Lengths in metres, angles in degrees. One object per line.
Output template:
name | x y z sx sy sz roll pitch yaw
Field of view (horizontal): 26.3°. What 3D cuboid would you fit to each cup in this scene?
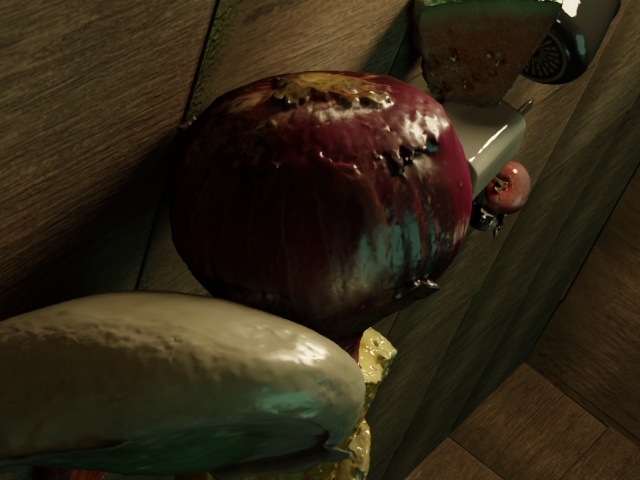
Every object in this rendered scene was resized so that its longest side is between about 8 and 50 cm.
cup | 0.353 -0.361 2.080 0.176 0.169 0.223 -49 132 -27

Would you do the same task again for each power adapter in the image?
power adapter | 0.256 -0.179 2.191 0.205 0.130 0.125 -44 160 -23

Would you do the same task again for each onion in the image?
onion | 0.000 0.000 1.510 0.347 0.347 0.385 -33 131 -47

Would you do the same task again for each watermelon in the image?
watermelon | 0.221 -0.287 1.889 0.257 0.192 0.140 93 6 -54

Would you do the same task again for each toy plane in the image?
toy plane | 0.327 -0.048 2.718 0.053 0.078 0.197 -61 175 17

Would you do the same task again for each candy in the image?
candy | -0.159 0.151 1.389 0.386 0.426 0.186 25 63 -54

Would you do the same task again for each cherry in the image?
cherry | 0.370 -0.107 2.685 0.126 0.087 0.106 -38 145 -56

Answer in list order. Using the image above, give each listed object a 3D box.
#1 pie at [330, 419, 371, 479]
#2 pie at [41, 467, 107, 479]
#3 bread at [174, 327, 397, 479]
pie | -0.021 0.362 2.287 0.083 0.339 0.339 11 121 -28
pie | -0.293 0.261 1.768 0.182 0.049 0.182 -52 166 -18
bread | -0.064 0.266 2.062 0.165 0.236 0.375 -47 163 -59
